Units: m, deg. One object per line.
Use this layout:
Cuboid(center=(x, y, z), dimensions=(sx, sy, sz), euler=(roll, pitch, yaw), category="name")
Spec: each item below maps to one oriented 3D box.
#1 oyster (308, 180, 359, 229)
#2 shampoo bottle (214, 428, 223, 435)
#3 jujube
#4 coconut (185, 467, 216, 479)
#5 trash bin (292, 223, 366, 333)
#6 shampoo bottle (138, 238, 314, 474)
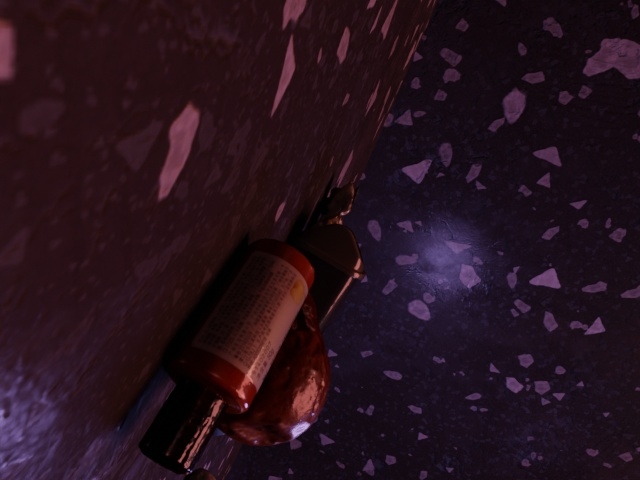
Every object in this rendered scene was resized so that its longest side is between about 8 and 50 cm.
Cuboid(center=(-0.002, -0.001, 1.172), dimensions=(0.201, 0.107, 0.354), euler=(173, -68, -72), category="oyster")
Cuboid(center=(-0.193, 0.338, 0.895), dimensions=(0.258, 0.061, 0.103), euler=(111, 6, -45), category="shampoo bottle")
Cuboid(center=(-0.076, 0.174, 0.658), dimensions=(0.255, 0.190, 0.189), euler=(-77, -174, -50), category="jujube")
Cuboid(center=(-0.294, 0.597, 1.033), dimensions=(0.083, 0.081, 0.082), euler=(-29, -154, 28), category="coconut")
Cuboid(center=(-0.013, 0.094, 0.974), dimensions=(0.290, 0.182, 0.209), euler=(-60, 177, 4), category="trash bin")
Cuboid(center=(-0.106, 0.126, 0.508), dimensions=(0.104, 0.105, 0.278), euler=(109, 8, -51), category="shampoo bottle")
